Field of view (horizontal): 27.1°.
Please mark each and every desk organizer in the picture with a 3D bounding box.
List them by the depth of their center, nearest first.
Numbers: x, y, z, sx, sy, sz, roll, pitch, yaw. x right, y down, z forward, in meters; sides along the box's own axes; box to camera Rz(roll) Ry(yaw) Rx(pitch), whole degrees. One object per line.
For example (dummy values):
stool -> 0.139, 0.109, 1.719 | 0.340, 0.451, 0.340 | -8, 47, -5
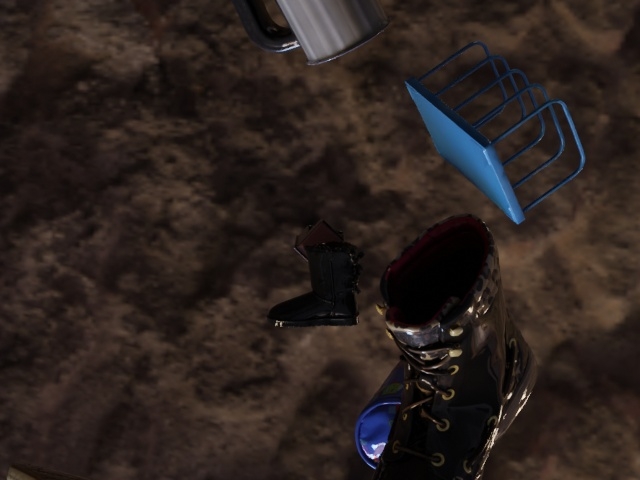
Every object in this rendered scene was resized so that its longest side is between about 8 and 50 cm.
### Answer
desk organizer -> 0.000, 0.000, 1.742 | 0.047, 0.130, 0.050 | 44, -85, -5

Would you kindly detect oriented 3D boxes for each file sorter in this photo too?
file sorter -> 0.193, -0.125, 1.448 | 0.104, 0.170, 0.118 | -35, -49, -4

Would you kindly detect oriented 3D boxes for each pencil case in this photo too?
pencil case -> 0.149, 0.231, 1.906 | 0.306, 0.119, 0.133 | -39, -68, -64

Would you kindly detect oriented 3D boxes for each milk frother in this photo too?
milk frother -> -0.002, -0.241, 1.151 | 0.143, 0.129, 0.135 | -42, -67, -34

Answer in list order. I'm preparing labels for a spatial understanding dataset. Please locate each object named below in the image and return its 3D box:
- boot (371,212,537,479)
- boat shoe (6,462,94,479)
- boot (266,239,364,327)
boot -> 0.127, 0.178, 1.541 | 0.377, 0.138, 0.284 | -51, -39, -30
boat shoe -> -0.206, 0.318, 1.269 | 0.123, 0.342, 0.123 | 26, -93, -51
boot -> -0.006, 0.053, 1.598 | 0.045, 0.121, 0.099 | -77, -15, -76
